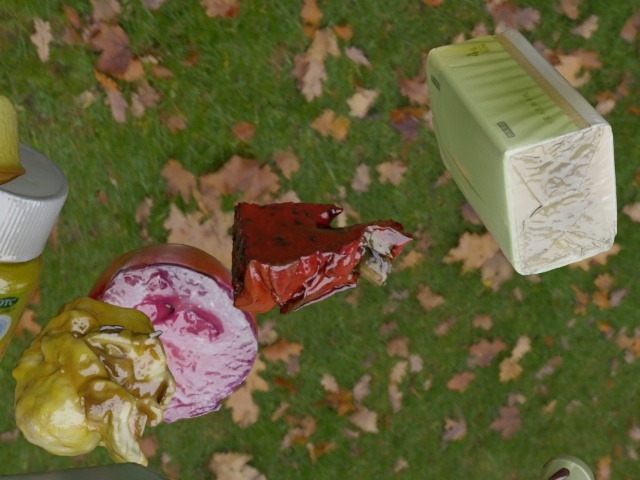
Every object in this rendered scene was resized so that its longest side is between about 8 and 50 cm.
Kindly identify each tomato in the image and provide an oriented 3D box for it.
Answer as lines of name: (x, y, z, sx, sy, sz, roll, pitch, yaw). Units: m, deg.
tomato: (-0.261, 0.145, 1.706, 0.289, 0.176, 0.335, 33, 111, -17)

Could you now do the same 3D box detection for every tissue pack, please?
tissue pack: (0.207, -0.100, 1.088, 0.125, 0.234, 0.159, -17, 128, -4)

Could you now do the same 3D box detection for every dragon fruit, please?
dragon fruit: (0.000, 0.018, 1.051, 0.192, 0.122, 0.092, -11, 125, -23)

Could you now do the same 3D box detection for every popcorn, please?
popcorn: (-0.294, 0.182, 1.309, 0.190, 0.253, 0.191, 1, 105, -28)

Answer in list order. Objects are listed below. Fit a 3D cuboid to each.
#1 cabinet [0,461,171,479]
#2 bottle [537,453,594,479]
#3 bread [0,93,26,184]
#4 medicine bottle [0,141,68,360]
cabinet: (-0.083, 0.207, 0.360, 0.150, 0.145, 0.206, 19, 92, -67)
bottle: (0.200, 0.230, 0.886, 0.101, 0.047, 0.063, -38, 104, -50)
bread: (-0.520, -0.125, 1.341, 0.269, 0.270, 0.148, -1, 91, -27)
medicine bottle: (-0.558, 0.037, 1.636, 0.224, 0.224, 0.384, 16, 117, -33)
